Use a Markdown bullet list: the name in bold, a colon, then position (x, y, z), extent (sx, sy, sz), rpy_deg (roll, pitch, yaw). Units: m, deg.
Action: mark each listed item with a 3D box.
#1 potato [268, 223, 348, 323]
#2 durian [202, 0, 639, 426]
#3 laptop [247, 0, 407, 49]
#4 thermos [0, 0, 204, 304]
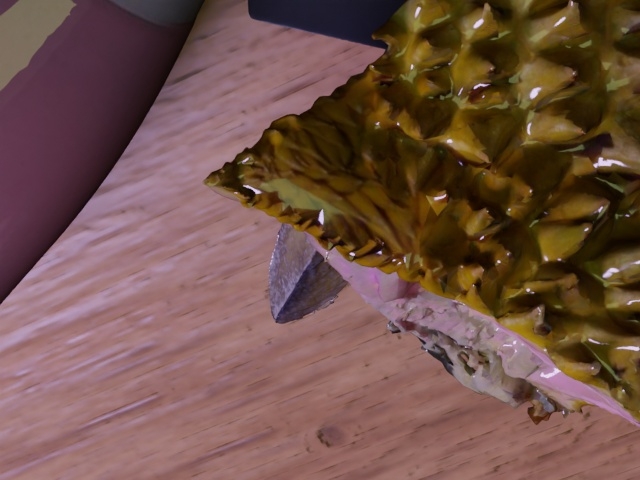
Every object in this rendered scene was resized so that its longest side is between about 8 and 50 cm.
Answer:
- **potato**: position (0.001, 0.000, 0.620), extent (0.037, 0.036, 0.093), rpy_deg (-8, 145, -33)
- **durian**: position (0.115, -0.024, 0.520), extent (0.305, 0.185, 0.195), rpy_deg (37, 84, -39)
- **laptop**: position (0.018, -0.167, 0.506), extent (0.129, 0.016, 0.180), rpy_deg (19, 122, 33)
- **thermos**: position (-0.136, -0.083, 0.504), extent (0.265, 0.176, 0.146), rpy_deg (-44, 72, 23)
